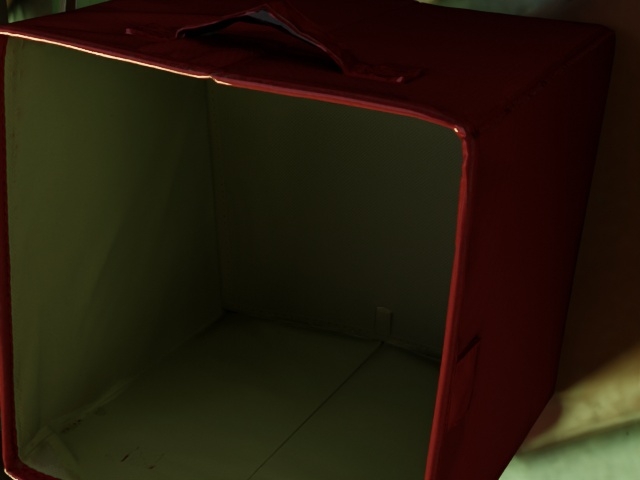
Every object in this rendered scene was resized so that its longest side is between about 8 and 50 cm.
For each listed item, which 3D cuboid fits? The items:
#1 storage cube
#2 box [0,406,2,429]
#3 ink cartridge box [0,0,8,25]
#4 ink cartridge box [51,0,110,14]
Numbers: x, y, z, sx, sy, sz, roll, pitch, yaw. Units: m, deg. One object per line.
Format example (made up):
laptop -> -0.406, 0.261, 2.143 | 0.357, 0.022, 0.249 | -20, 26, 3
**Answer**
storage cube -> 0.000, 0.000, 0.499 | 0.184, 0.193, 0.215 | 14, 114, 22
box -> -0.369, 0.068, 1.141 | 0.100, 0.060, 0.244 | -11, 92, 53
ink cartridge box -> -0.258, -0.131, 0.880 | 0.261, 0.066, 0.296 | 107, 155, -69
ink cartridge box -> -0.086, -0.111, 0.723 | 0.209, 0.062, 0.109 | 32, 125, 43
